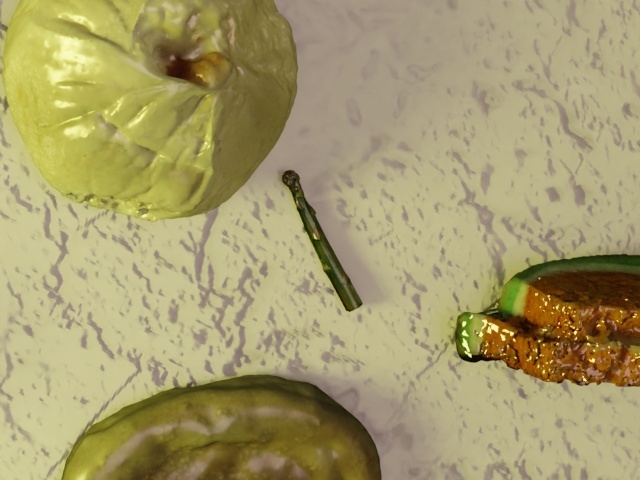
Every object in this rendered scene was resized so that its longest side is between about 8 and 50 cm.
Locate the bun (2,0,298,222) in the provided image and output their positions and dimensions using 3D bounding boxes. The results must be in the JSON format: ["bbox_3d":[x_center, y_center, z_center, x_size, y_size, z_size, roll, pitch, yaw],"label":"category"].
[{"bbox_3d":[-0.113,-0.120,1.100,0.220,0.134,0.220,-1,93,-20],"label":"bun"}]

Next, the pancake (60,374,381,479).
[{"bbox_3d":[-0.074,0.239,1.197,0.294,0.049,0.294,-2,95,-18],"label":"pancake"}]

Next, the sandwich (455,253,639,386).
[{"bbox_3d":[0.226,0.061,1.224,0.235,0.159,0.079,0,102,3],"label":"sandwich"}]

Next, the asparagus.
[{"bbox_3d":[0.000,0.000,1.211,0.015,0.018,0.127,-42,110,-46],"label":"asparagus"}]
